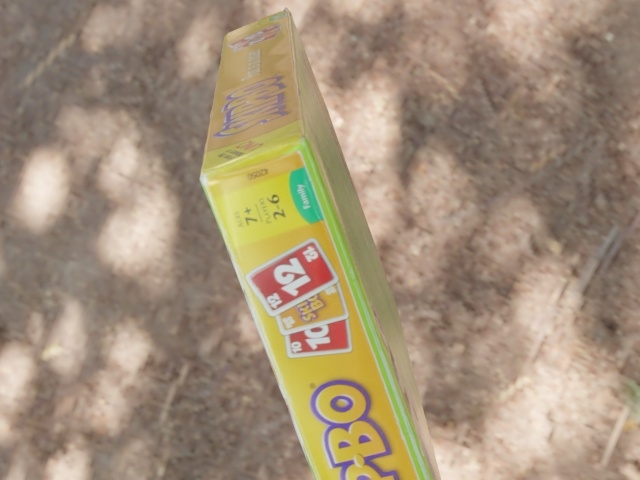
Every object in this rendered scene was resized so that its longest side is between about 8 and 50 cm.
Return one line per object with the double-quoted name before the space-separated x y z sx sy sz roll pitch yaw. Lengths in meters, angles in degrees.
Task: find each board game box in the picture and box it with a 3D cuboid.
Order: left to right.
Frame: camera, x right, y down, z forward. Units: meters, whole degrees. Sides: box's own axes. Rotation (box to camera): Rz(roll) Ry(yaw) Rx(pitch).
"board game box" 0.000 0.000 0.507 0.039 0.124 0.259 -18 16 6
